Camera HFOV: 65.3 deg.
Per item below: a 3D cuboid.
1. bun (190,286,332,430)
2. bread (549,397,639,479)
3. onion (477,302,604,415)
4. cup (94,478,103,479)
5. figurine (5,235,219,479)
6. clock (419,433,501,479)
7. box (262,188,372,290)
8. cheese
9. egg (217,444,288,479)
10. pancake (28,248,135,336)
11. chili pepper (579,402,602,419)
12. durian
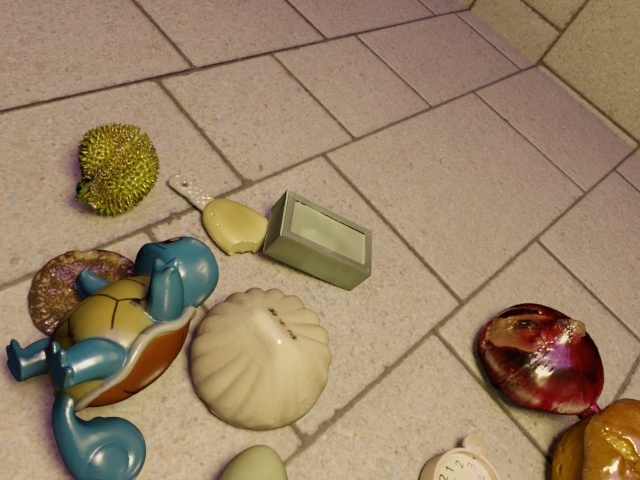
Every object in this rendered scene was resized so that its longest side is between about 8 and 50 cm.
[{"bbox_3d":[-0.095,0.182,0.867,0.262,0.175,0.263,7,57,-12],"label":"bun"},{"bbox_3d":[0.543,0.452,0.944,0.178,0.194,0.340,21,58,0],"label":"bread"},{"bbox_3d":[0.484,0.232,1.075,0.271,0.195,0.272,8,35,-6],"label":"onion"},{"bbox_3d":[-0.156,0.404,0.614,0.288,0.203,0.203,1,53,1],"label":"cup"},{"bbox_3d":[-0.309,0.149,0.769,0.243,0.297,0.417,35,56,-30],"label":"figurine"},{"bbox_3d":[0.257,0.462,0.904,0.155,0.063,0.229,31,52,-3],"label":"clock"},{"bbox_3d":[0.000,0.000,1.085,0.225,0.086,0.130,25,48,-22],"label":"box"},{"bbox_3d":[-0.227,-0.061,1.088,0.255,0.050,0.127,36,49,6],"label":"cheese"},{"bbox_3d":[-0.105,0.389,0.760,0.114,0.114,0.152,22,45,-8],"label":"egg"},{"bbox_3d":[-0.420,0.095,0.903,0.199,0.021,0.199,12,52,-15],"label":"pancake"},{"bbox_3d":[0.608,0.380,1.126,0.059,0.051,0.268,-23,65,-31],"label":"chili pepper"},{"bbox_3d":[-0.406,-0.139,1.009,0.159,0.146,0.198,2,70,-22],"label":"durian"}]
